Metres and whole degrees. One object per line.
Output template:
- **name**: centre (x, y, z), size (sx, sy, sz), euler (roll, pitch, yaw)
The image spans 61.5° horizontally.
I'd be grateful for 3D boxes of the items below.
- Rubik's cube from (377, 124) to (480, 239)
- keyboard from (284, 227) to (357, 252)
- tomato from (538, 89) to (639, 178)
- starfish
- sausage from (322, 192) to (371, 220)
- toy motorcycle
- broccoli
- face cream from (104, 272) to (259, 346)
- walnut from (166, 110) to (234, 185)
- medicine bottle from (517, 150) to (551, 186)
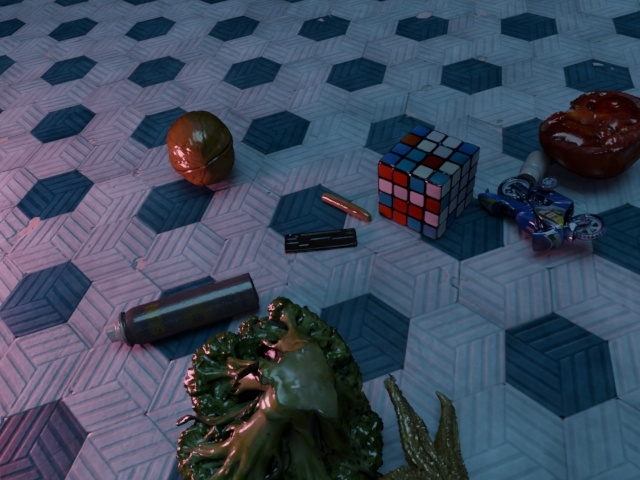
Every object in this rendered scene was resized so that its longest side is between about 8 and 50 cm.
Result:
- **Rubik's cube**: centre (0.225, -0.124, 1.132), size (0.151, 0.155, 0.154), euler (27, 56, 30)
- **keyboard**: centre (0.000, 0.000, 1.146), size (0.155, 0.010, 0.053), euler (-5, 47, 3)
- **tomato**: centre (0.600, -0.212, 1.172), size (0.233, 0.139, 0.200), euler (-29, 43, -6)
- **starfish**: centre (0.148, 0.319, 0.715), size (0.299, 0.060, 0.302), euler (24, 33, -23)
- **sausage**: centre (0.059, -0.076, 1.202), size (0.132, 0.024, 0.024), euler (27, 56, 31)
- **toy motorcycle**: centre (0.432, -0.052, 1.081), size (0.136, 0.092, 0.254), euler (-33, 41, -10)
- **broccoli**: centre (-0.057, 0.234, 0.747), size (0.304, 0.283, 0.321), euler (-16, 63, -22)
- **face cream**: centre (-0.257, 0.134, 1.011), size (0.284, 0.073, 0.073), euler (-16, 46, -7)
- **walnut**: centre (-0.288, -0.223, 1.295), size (0.168, 0.167, 0.207), euler (-18, 38, -9)
- **medicine bottle**: centre (0.474, -0.157, 1.197), size (0.052, 0.052, 0.089), euler (22, 53, 27)
